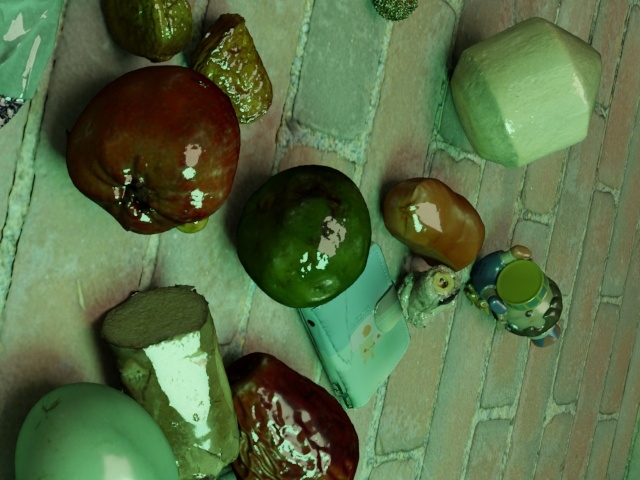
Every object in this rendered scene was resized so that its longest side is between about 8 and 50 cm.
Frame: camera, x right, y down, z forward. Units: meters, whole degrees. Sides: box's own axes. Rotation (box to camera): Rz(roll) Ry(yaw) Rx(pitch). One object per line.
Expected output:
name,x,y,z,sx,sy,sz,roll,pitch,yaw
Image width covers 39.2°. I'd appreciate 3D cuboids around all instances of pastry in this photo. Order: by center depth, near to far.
pastry,-0.188,-0.247,0.987,0.057,0.097,0.109,-36,128,-42

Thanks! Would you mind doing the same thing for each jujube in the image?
jujube,-0.053,0.272,1.266,0.190,0.190,0.255,-50,118,-32

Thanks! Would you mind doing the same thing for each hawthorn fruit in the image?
hawthorn fruit,-0.172,-0.114,0.988,0.185,0.185,0.202,60,38,-42

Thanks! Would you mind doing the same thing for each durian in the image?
durian,0.111,-0.378,1.372,0.091,0.080,0.080,31,73,-22

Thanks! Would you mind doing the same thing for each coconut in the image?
coconut,0.369,-0.260,1.570,0.265,0.237,0.237,-27,134,6

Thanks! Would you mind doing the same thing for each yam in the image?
yam,-0.178,0.184,1.105,0.128,0.129,0.238,-85,168,-63

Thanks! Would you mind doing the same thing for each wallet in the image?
wallet,0.056,0.131,1.435,0.176,0.075,0.250,-47,134,-30

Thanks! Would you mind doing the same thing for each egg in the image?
egg,-0.246,0.260,0.994,0.168,0.168,0.231,-41,128,-39

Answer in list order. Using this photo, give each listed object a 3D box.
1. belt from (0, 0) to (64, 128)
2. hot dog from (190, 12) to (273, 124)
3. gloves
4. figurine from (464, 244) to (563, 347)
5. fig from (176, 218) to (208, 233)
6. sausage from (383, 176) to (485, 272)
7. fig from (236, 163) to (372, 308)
belt,-0.346,-0.237,0.766,0.260,0.122,0.325,-13,111,-46
hot dog,-0.109,-0.215,1.128,0.099,0.065,0.147,-57,145,-26
gloves,0.184,0.092,1.563,0.110,0.144,0.094,-28,79,-46
figurine,0.416,0.120,1.834,0.275,0.158,0.161,35,81,-51
fig,-0.155,-0.039,1.134,0.083,0.050,0.050,-37,128,-54
sausage,0.197,-0.030,1.535,0.258,0.133,0.133,31,75,-49
fig,0.000,0.000,1.229,0.244,0.195,0.195,21,83,-50
